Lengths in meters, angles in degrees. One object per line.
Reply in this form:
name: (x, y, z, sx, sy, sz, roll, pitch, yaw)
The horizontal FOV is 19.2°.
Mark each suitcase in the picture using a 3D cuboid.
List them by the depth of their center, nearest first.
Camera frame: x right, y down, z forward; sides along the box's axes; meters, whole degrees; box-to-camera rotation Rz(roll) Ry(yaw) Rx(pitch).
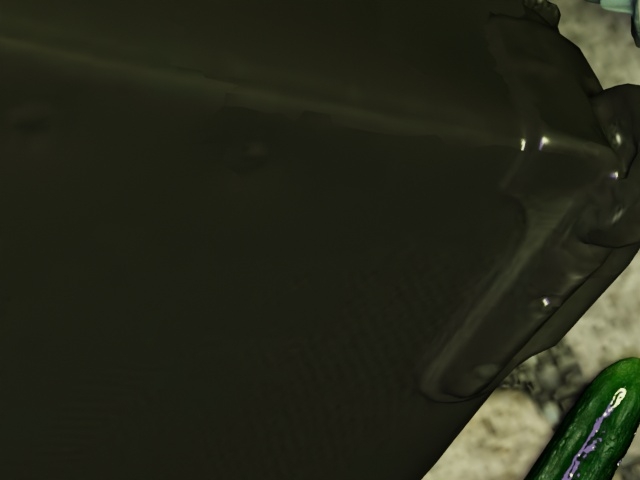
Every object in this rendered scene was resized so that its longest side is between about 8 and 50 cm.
suitcase: (-0.114, 0.008, 0.566, 0.339, 0.345, 0.188, -57, 40, 34)

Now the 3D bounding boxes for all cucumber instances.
cucumber: (0.086, 0.126, 0.796, 0.033, 0.036, 0.184, 37, 107, 15)

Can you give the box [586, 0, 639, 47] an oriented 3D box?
box: (0.113, -0.184, 0.664, 0.130, 0.162, 0.227, 9, 104, 24)
